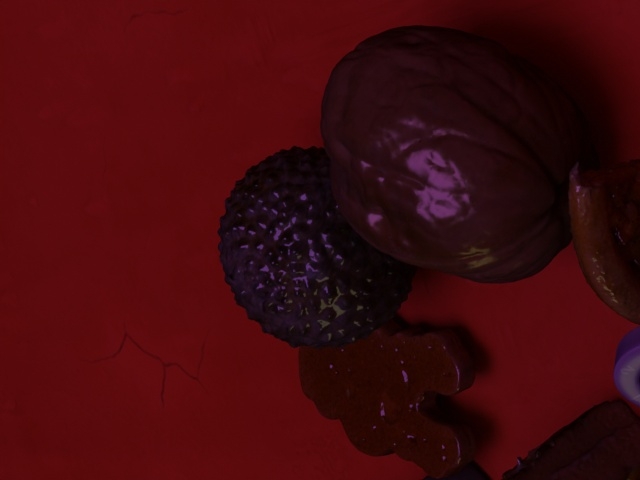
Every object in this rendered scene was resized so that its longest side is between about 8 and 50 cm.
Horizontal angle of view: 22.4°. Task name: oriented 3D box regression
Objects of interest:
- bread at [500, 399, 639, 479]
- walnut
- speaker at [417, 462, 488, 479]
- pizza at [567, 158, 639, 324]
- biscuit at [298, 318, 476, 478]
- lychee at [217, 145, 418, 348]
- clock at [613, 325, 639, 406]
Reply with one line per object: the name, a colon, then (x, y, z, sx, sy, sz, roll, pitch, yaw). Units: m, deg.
bread: (0.259, 0.312, 1.844, 0.111, 0.239, 0.246, 44, 134, 19)
walnut: (0.143, -0.094, 1.751, 0.313, 0.277, 0.252, 27, 96, 44)
speaker: (0.092, 0.469, 2.153, 0.183, 0.184, 0.406, 53, 139, 15)
pizza: (0.347, -0.014, 1.647, 0.058, 0.197, 0.292, 20, 161, 47)
biscuit: (0.087, 0.190, 2.111, 0.334, 0.047, 0.202, 9, 107, 51)
lychee: (0.000, 0.000, 1.960, 0.255, 0.255, 0.274, 48, 150, 21)
clock: (0.414, 0.138, 1.679, 0.198, 0.064, 0.172, 36, 135, -19)
